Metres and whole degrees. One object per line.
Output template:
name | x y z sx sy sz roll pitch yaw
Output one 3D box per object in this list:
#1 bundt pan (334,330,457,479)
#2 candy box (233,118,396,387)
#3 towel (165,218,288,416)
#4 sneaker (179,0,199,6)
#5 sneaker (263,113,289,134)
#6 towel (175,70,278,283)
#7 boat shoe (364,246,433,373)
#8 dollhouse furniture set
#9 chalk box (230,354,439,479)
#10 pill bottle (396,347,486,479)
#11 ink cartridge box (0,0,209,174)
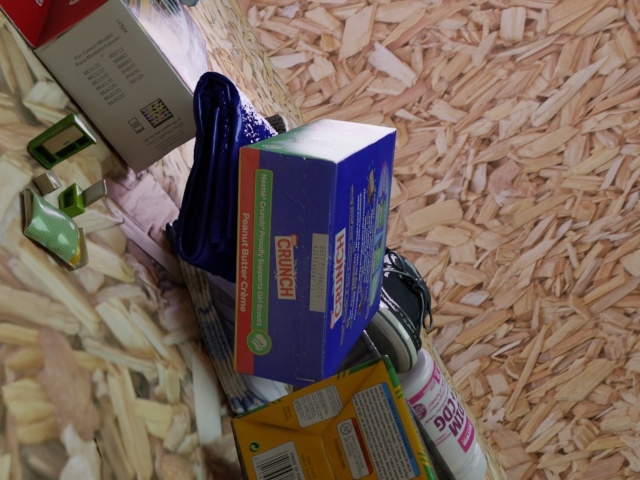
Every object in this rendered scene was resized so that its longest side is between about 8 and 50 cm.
bundt pan | 0.093 0.292 1.393 0.331 0.124 0.331 58 -1 1
candy box | 0.000 0.000 1.153 0.317 0.122 0.268 -41 137 -70
towel | -0.106 0.118 1.202 0.285 0.034 0.209 65 9 26
sneaker | -0.223 -0.435 1.281 0.087 0.092 0.229 -103 178 -64
sneaker | -0.088 -0.102 1.762 0.147 0.129 0.330 61 14 -51
towel | -0.090 -0.059 1.177 0.308 0.076 0.228 41 54 -75
boat shoe | 0.122 0.105 1.710 0.187 0.156 0.500 61 1 -9
dollhouse furniture set | -0.240 -0.049 0.882 0.076 0.058 0.152 51 13 -46
chalk box | 0.048 0.293 0.989 0.289 0.179 0.180 65 3 -50
pill bottle | 0.201 0.355 1.777 0.283 0.160 0.160 57 10 -24
ink cartridge box | -0.270 -0.285 1.215 0.272 0.130 0.309 54 12 -32
